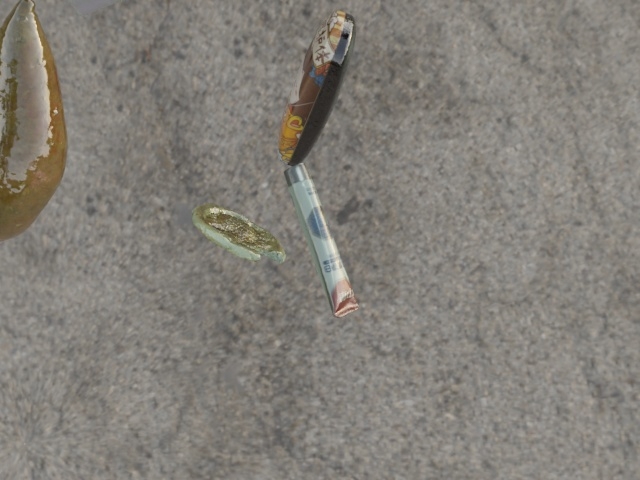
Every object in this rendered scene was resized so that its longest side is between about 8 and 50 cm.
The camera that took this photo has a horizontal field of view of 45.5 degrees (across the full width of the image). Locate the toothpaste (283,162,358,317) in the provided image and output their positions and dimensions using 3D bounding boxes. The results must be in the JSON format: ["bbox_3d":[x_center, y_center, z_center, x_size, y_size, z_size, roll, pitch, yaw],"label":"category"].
[{"bbox_3d":[0.000,0.000,1.157,0.062,0.039,0.239,-18,87,-50],"label":"toothpaste"}]

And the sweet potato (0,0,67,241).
[{"bbox_3d":[-0.313,-0.071,0.769,0.079,0.346,0.108,-2,52,-41],"label":"sweet potato"}]

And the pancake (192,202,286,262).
[{"bbox_3d":[-0.199,-0.018,1.841,0.253,0.253,0.037,27,107,-13],"label":"pancake"}]

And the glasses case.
[{"bbox_3d":[-0.011,-0.262,1.357,0.082,0.321,0.122,20,49,-7],"label":"glasses case"}]

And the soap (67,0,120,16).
[{"bbox_3d":[-0.466,-0.758,1.819,0.213,0.435,0.350,44,56,-43],"label":"soap"}]
